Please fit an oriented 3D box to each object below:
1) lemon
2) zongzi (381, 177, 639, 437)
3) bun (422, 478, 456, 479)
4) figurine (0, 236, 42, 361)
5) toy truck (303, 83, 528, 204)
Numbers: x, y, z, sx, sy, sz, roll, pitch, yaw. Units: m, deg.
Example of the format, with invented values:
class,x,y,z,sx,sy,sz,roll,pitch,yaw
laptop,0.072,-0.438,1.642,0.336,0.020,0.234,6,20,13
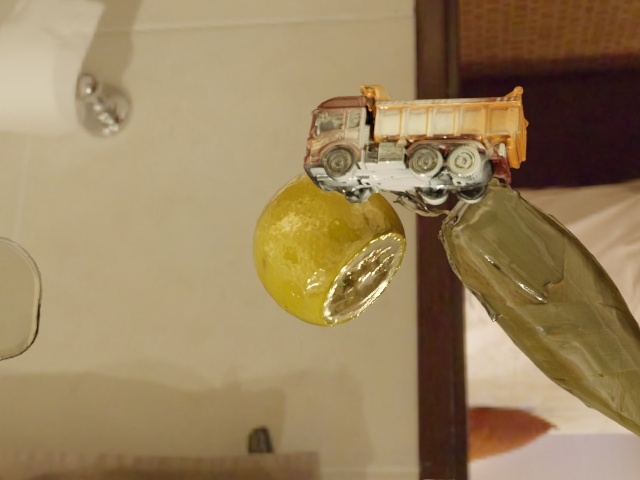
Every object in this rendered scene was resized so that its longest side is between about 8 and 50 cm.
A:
class,x,y,z,sx,sy,sz,roll,pitch,yaw
lemon,0.000,0.000,1.537,0.240,0.219,0.240,-35,151,-22
zongzi,0.307,0.068,1.365,0.181,0.418,0.447,-43,113,9
bun,0.138,0.345,1.014,0.173,0.172,0.120,7,-166,-15
figurine,-0.478,0.106,1.246,0.141,0.166,0.250,-28,-172,27
toy truck,0.119,-0.123,1.221,0.271,0.135,0.114,0,160,16
